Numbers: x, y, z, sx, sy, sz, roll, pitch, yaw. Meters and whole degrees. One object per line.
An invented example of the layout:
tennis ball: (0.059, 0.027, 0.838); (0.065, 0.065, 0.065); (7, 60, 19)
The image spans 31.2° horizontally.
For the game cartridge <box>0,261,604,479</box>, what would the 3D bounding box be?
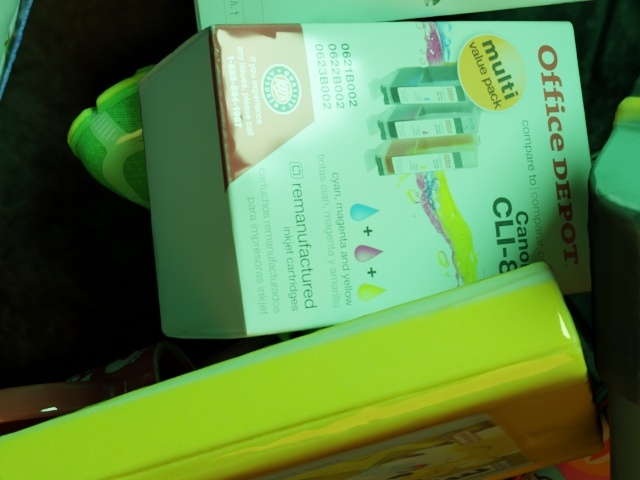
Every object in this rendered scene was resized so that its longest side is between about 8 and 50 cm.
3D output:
game cartridge: (-0.022, 0.116, 0.576); (0.324, 0.052, 0.285); (-20, 159, 9)

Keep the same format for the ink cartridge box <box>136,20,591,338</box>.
ink cartridge box: (0.020, -0.027, 0.532); (0.176, 0.128, 0.127); (-6, 177, -24)

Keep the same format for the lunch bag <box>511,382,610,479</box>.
lunch bag: (0.286, 0.156, 0.678); (0.120, 0.258, 0.293); (-19, 155, -53)

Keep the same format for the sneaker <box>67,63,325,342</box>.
sneaker: (0.000, 0.000, 0.635); (0.295, 0.123, 0.109); (30, 123, -29)

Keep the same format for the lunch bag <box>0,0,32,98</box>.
lunch bag: (-0.336, -0.052, 0.481); (0.386, 0.239, 0.328); (4, 133, -33)

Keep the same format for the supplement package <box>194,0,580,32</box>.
supplement package: (0.028, -0.165, 0.499); (0.179, 0.105, 0.105); (-7, 131, -2)

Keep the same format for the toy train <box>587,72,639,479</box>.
toy train: (0.188, 0.055, 0.500); (0.142, 0.190, 0.334); (12, 129, 28)

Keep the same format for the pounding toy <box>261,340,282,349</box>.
pounding toy: (-0.002, 0.176, 0.773); (0.269, 0.154, 0.154); (-36, 131, 24)

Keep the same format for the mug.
mug: (-0.162, 0.141, 0.739); (0.169, 0.113, 0.150); (-25, 172, 10)
